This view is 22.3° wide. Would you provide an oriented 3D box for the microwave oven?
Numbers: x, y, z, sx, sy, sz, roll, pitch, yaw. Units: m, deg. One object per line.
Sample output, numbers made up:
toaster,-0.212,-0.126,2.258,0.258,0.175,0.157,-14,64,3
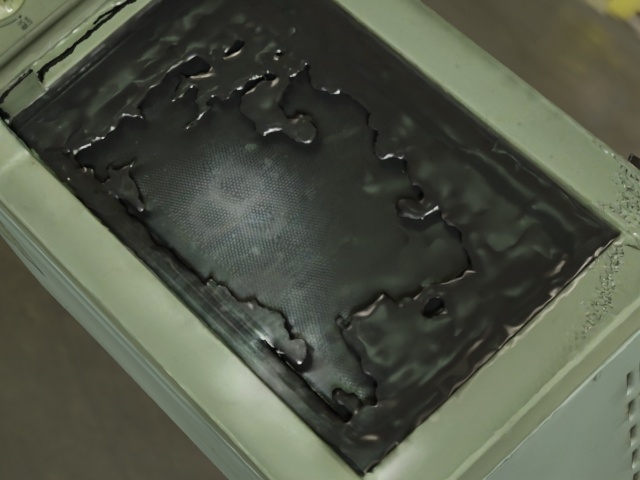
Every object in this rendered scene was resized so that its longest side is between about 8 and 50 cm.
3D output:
microwave oven,0.000,0.000,0.786,0.355,0.218,0.286,42,-11,27
